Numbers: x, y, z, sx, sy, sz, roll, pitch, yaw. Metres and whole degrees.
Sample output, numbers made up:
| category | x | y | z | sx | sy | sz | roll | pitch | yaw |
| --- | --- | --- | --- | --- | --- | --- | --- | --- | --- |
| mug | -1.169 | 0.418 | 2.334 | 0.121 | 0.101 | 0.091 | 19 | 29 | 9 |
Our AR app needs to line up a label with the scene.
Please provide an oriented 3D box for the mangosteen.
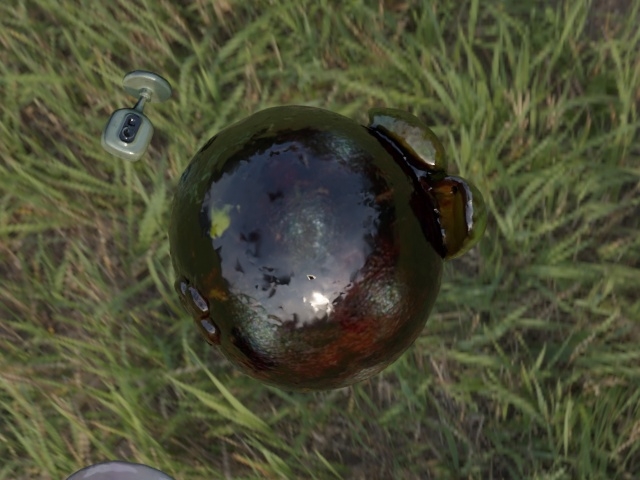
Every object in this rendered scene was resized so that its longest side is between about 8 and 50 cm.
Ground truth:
| category | x | y | z | sx | sy | sz | roll | pitch | yaw |
| --- | --- | --- | --- | --- | --- | --- | --- | --- | --- |
| mangosteen | 0.000 | 0.000 | 1.253 | 0.288 | 0.288 | 0.288 | -3 | 69 | 7 |

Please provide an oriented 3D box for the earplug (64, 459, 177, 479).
| category | x | y | z | sx | sy | sz | roll | pitch | yaw |
| --- | --- | --- | --- | --- | --- | --- | --- | --- | --- |
| earplug | -0.235 | 0.373 | 1.357 | 0.172 | 0.301 | 0.172 | 16 | 45 | -17 |

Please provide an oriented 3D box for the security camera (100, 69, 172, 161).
| category | x | y | z | sx | sy | sz | roll | pitch | yaw |
| --- | --- | --- | --- | --- | --- | --- | --- | --- | --- |
| security camera | -0.193 | -0.127 | 1.402 | 0.058 | 0.058 | 0.092 | 7 | 62 | 10 |
